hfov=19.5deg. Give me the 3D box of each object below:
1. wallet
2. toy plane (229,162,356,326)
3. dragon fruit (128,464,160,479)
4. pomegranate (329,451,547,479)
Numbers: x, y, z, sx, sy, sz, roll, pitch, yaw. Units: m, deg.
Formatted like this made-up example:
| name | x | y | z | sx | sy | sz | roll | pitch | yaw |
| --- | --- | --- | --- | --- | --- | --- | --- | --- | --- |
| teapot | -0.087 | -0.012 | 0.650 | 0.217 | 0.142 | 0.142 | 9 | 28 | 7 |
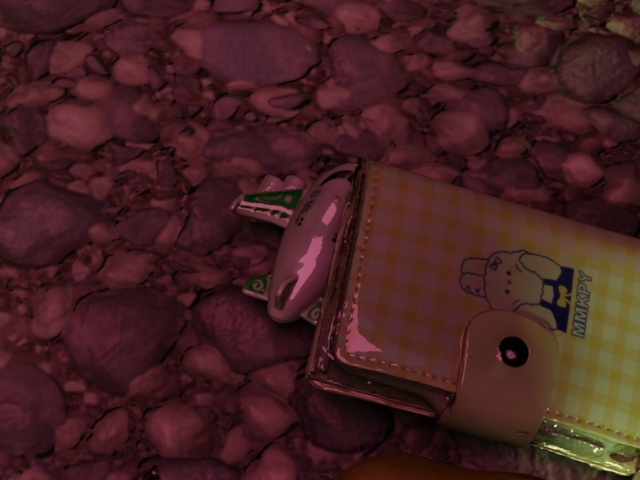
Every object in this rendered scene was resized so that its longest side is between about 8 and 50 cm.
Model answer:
| name | x | y | z | sx | sy | sz | roll | pitch | yaw |
| --- | --- | --- | --- | --- | --- | --- | --- | --- | --- |
| wallet | 0.158 | 0.062 | 1.600 | 0.309 | 0.077 | 0.223 | 16 | 63 | -9 |
| toy plane | 0.000 | 0.001 | 1.662 | 0.174 | 0.080 | 0.174 | 0 | 61 | 0 |
| dragon fruit | -0.119 | 0.267 | 1.503 | 0.137 | 0.135 | 0.236 | 19 | 26 | -12 |
| pomegranate | 0.091 | 0.318 | 1.379 | 0.332 | 0.332 | 0.332 | 0 | 63 | 0 |
